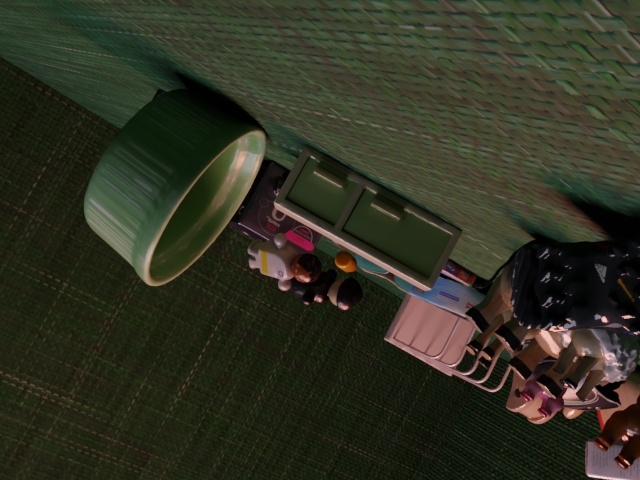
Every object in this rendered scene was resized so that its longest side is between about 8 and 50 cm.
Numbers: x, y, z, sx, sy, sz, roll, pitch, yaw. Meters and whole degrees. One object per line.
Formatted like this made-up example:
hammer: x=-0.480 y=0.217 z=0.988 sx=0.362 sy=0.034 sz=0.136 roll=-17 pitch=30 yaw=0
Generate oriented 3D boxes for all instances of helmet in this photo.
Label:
helmet: x=0.396 y=0.185 z=1.471 sx=0.169 sy=0.170 sz=0.161 roll=31 pitch=160 yaw=-27

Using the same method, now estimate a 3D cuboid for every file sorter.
file sorter: x=0.330 y=0.221 z=2.252 sx=0.277 sy=0.193 sz=0.173 roll=32 pitch=173 yaw=-42

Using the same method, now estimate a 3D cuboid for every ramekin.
ramekin: x=-0.234 y=-0.092 z=1.497 sx=0.148 sy=0.303 sz=0.303 roll=36 pitch=177 yaw=9

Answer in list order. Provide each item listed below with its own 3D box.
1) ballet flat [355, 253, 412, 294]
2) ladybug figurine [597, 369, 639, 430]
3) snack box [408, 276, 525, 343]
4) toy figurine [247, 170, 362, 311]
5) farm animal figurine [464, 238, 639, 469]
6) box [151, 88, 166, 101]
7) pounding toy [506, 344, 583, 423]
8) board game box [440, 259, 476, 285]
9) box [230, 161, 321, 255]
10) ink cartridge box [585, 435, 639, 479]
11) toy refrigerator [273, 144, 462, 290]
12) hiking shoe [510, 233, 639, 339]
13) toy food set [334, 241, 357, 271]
ballet flat: x=0.186 y=0.062 z=2.166 sx=0.248 sy=0.086 sz=0.086 roll=28 pitch=176 yaw=43
ladybug figurine: x=0.710 y=0.396 z=1.951 sx=0.305 sy=0.162 sz=0.449 roll=26 pitch=175 yaw=37
snack box: x=0.344 y=0.152 z=1.972 sx=0.187 sy=0.060 sz=0.322 roll=22 pitch=178 yaw=40
toy figurine: x=0.000 y=0.000 z=1.601 sx=0.148 sy=0.213 sz=0.209 roll=16 pitch=167 yaw=32
farm animal figurine: x=0.312 y=0.111 z=1.204 sx=0.330 sy=0.172 sz=0.327 roll=37 pitch=171 yaw=47
box: x=-0.228 y=-0.211 z=1.765 sx=0.114 sy=0.036 sz=0.207 roll=28 pitch=176 yaw=16
pounding toy: x=0.511 y=0.330 z=2.108 sx=0.154 sy=0.154 sz=0.270 roll=30 pitch=-157 yaw=-18
board game box: x=0.161 y=0.006 z=1.851 sx=0.281 sy=0.027 sz=0.145 roll=30 pitch=176 yaw=-15
box: x=-0.094 y=-0.063 z=1.946 sx=0.165 sy=0.143 sz=0.270 roll=29 pitch=176 yaw=-15
ink cartridge box: x=0.645 y=0.348 z=1.524 sx=0.330 sy=0.072 sz=0.324 roll=-1 pitch=177 yaw=37
toy refrigerator: x=0.070 y=-0.032 z=1.435 sx=0.269 sy=0.102 sz=0.094 roll=30 pitch=176 yaw=2
hiking shoe: x=0.308 y=0.039 z=0.823 sx=0.132 sy=0.113 sz=0.304 roll=-4 pitch=-171 yaw=-31
toy food set: x=-0.008 y=-0.017 z=2.159 sx=0.232 sy=0.111 sz=0.104 roll=25 pitch=175 yaw=17
